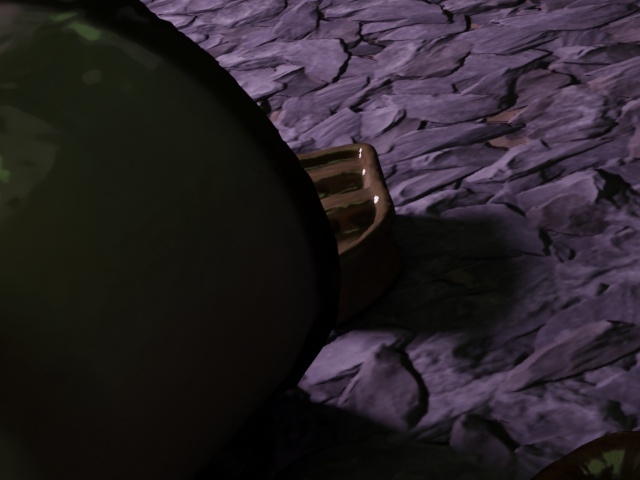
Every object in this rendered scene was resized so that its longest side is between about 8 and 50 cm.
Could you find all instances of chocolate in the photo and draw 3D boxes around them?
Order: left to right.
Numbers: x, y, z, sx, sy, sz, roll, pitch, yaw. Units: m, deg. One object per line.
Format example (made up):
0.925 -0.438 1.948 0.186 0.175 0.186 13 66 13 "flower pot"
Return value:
-0.195 0.037 1.037 0.326 0.314 0.297 11 41 41 "chocolate"

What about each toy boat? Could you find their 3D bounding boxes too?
0.000 0.000 1.265 0.116 0.061 0.188 -14 26 3 "toy boat"

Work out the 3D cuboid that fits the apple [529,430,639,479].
0.148 0.154 0.833 0.126 0.102 0.126 -18 22 7 "apple"
